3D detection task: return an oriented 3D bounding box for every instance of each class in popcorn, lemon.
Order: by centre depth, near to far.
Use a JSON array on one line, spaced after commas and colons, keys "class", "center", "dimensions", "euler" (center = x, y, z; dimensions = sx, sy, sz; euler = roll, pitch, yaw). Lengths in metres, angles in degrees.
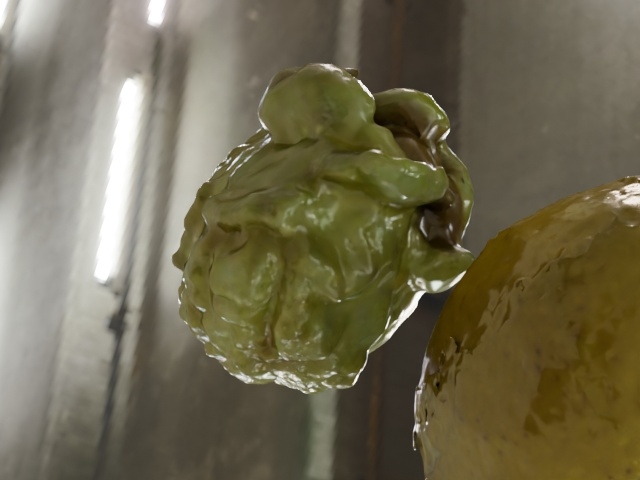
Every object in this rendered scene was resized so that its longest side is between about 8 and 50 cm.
[{"class": "lemon", "center": [0.187, 0.099, 0.918], "dimensions": [0.310, 0.253, 0.253], "euler": [-50, -145, 36]}, {"class": "popcorn", "center": [0.000, 0.000, 1.062], "dimensions": [0.255, 0.195, 0.256], "euler": [-56, 172, 36]}]
